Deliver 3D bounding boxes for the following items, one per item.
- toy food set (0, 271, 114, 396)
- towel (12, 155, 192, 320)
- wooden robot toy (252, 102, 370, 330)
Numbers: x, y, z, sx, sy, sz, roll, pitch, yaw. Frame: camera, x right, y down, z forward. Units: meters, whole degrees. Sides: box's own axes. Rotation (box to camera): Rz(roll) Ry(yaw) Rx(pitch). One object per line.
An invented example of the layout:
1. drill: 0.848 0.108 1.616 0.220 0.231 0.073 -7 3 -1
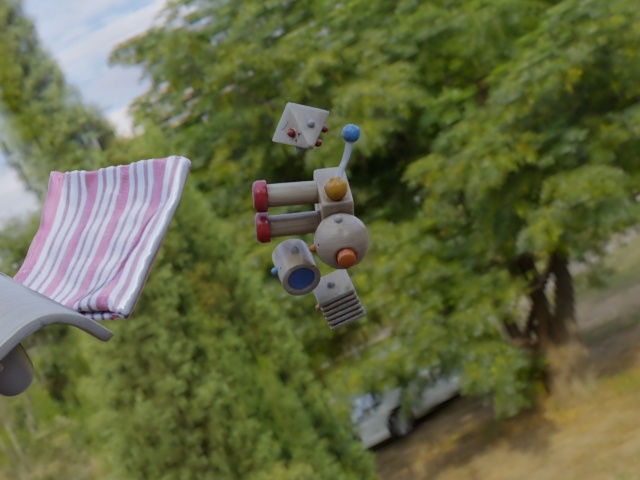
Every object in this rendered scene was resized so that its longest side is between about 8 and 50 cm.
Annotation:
1. toy food set: -0.295 0.138 0.827 0.306 0.092 0.219 -47 35 -18
2. towel: -0.196 -0.001 1.067 0.197 0.029 0.144 -4 61 48
3. wooden robot toy: 0.000 0.000 0.817 0.076 0.173 0.079 -11 37 -9
